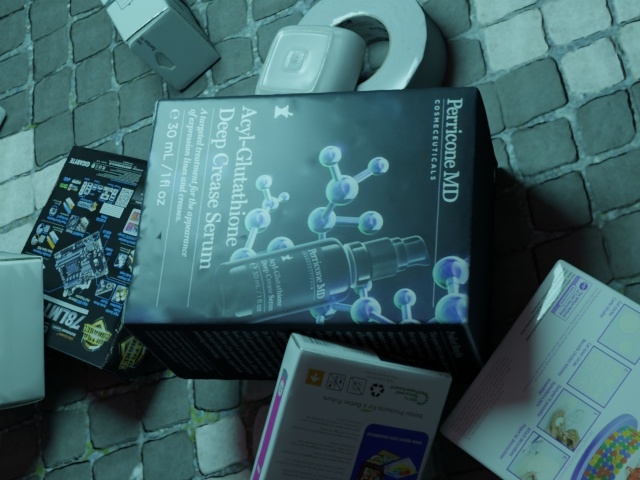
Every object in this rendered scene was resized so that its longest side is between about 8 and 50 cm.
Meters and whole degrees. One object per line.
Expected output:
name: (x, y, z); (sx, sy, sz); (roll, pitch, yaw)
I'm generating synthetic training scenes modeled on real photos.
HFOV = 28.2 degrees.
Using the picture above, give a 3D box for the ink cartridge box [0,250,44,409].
ink cartridge box: (-0.508, 0.116, 1.784); (0.283, 0.117, 0.207); (6, 97, 45)

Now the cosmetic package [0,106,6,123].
cosmetic package: (-0.797, -0.185, 2.037); (0.394, 0.329, 0.327); (21, 80, 36)

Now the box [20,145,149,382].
box: (-0.308, 0.023, 1.790); (0.296, 0.073, 0.293); (13, 77, 45)

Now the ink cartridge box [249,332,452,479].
ink cartridge box: (0.008, 0.294, 1.403); (0.069, 0.176, 0.370); (-134, 58, -72)

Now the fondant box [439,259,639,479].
fondant box: (0.327, 0.203, 1.350); (0.330, 0.096, 0.238); (34, 87, 37)

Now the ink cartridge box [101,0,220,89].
ink cartridge box: (-0.255, -0.345, 1.906); (0.087, 0.153, 0.208); (-37, 56, 9)

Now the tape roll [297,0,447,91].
tape roll: (0.058, -0.240, 1.724); (0.219, 0.072, 0.219); (-13, 62, 26)

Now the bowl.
bowl: (-0.022, -0.226, 1.687); (0.142, 0.053, 0.142); (10, 73, 35)

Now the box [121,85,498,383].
box: (0.000, 0.000, 1.507); (0.396, 0.212, 0.293); (-1, 66, 13)
